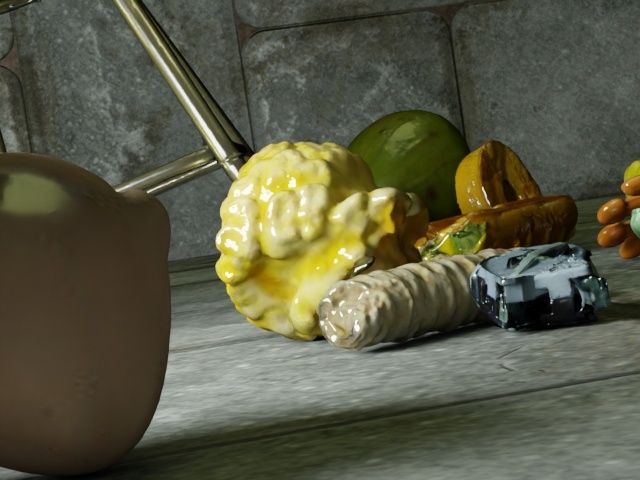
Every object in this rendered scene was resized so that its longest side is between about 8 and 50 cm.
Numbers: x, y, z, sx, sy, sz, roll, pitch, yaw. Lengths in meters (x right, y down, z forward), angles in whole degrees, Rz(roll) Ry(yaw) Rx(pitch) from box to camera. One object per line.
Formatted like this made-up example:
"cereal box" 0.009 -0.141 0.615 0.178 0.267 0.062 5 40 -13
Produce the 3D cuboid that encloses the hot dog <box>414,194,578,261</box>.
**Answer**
"hot dog" 0.198 -0.006 1.587 0.115 0.072 0.269 -5 5 44

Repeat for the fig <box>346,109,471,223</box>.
"fig" 0.095 -0.065 1.831 0.225 0.203 0.203 -26 13 -36

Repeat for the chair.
"chair" -0.273 -0.144 1.548 0.361 0.410 0.364 -23 1 2

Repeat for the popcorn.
"popcorn" 0.000 0.000 1.082 0.180 0.180 0.170 -9 38 -23

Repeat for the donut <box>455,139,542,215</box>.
"donut" 0.228 -0.049 1.763 0.058 0.152 0.152 -23 -7 35

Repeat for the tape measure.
"tape measure" 0.152 0.033 0.970 0.091 0.054 0.094 -10 11 2

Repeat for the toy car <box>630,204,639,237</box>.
"toy car" 0.345 -0.005 1.194 0.186 0.058 0.093 5 -6 -34

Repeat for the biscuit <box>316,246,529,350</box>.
"biscuit" 0.094 0.040 1.020 0.219 0.055 0.061 -10 13 -37

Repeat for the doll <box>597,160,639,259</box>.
"doll" 0.378 -0.038 1.359 0.220 0.135 0.143 -14 -30 0

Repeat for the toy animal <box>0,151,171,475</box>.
"toy animal" -0.196 0.034 0.647 0.221 0.229 0.210 41 -8 -36
